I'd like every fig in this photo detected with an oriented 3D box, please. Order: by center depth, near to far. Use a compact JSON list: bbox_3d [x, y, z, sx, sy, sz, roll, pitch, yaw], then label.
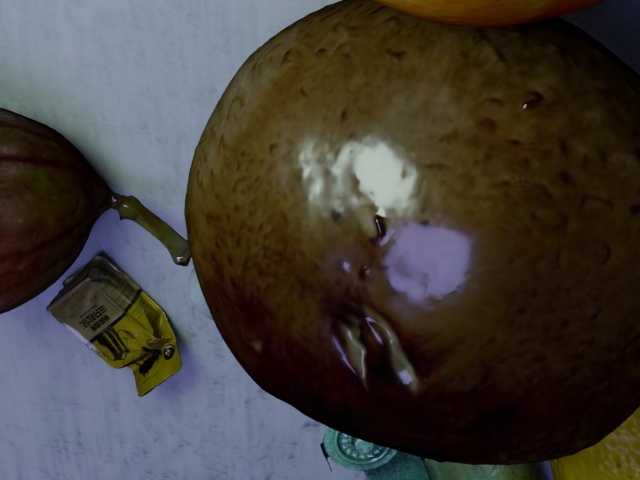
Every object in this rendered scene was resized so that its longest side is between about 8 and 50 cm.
[{"bbox_3d":[-0.259,-0.034,1.209,0.204,0.250,0.186,150,106,-73],"label":"fig"}]

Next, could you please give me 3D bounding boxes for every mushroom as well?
[{"bbox_3d":[0.104,0.000,0.943,0.331,0.356,0.334,19,105,33],"label":"mushroom"}]

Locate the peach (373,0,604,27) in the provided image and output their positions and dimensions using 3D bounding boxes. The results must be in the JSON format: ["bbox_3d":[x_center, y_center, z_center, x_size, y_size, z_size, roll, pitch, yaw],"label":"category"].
[{"bbox_3d":[0.088,-0.318,0.738,0.388,0.388,0.388,10,125,15],"label":"peach"}]

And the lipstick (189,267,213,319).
[{"bbox_3d":[0.000,0.000,1.180,0.264,0.059,0.059,-26,110,33],"label":"lipstick"}]

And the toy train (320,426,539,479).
[{"bbox_3d":[0.103,0.191,1.249,0.190,0.126,0.307,-23,115,-3],"label":"toy train"}]

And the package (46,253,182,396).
[{"bbox_3d":[-0.190,0.080,1.317,0.131,0.047,0.071,43,125,-11],"label":"package"}]

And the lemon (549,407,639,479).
[{"bbox_3d":[0.281,0.150,1.078,0.204,0.204,0.260,18,131,10],"label":"lemon"}]
